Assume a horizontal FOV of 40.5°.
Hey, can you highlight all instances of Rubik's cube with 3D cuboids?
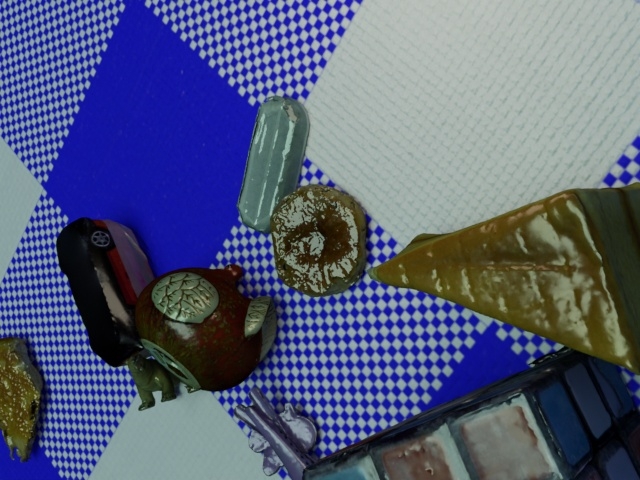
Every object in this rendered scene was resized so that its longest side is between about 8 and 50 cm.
[{"bbox_3d":[0.249,0.368,1.124,0.362,0.363,0.358,-27,81,31],"label":"Rubik's cube"}]

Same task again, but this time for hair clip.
[{"bbox_3d":[-0.048,0.386,1.520,0.137,0.090,0.278,-51,61,23],"label":"hair clip"}]

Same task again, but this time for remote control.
[{"bbox_3d":[-0.086,-0.132,1.531,0.104,0.052,0.247,18,102,30],"label":"remote control"}]

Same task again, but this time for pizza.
[{"bbox_3d":[-0.713,0.366,2.017,0.189,0.071,0.296,-28,80,22],"label":"pizza"}]

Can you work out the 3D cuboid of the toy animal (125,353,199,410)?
[{"bbox_3d":[-0.304,0.257,1.633,0.103,0.219,0.101,-20,84,14],"label":"toy animal"}]

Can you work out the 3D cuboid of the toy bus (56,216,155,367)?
[{"bbox_3d":[-0.408,0.099,1.724,0.127,0.147,0.302,-37,69,33],"label":"toy bus"}]

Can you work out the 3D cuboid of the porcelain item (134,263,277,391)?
[{"bbox_3d":[-0.200,0.136,1.560,0.253,0.253,0.252,3,95,36],"label":"porcelain item"}]

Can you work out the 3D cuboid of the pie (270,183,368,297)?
[{"bbox_3d":[0.000,0.000,1.466,0.195,0.046,0.195,3,98,24],"label":"pie"}]

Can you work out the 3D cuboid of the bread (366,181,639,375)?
[{"bbox_3d":[0.269,0.071,1.175,0.362,0.233,0.244,-20,83,40],"label":"bread"}]
